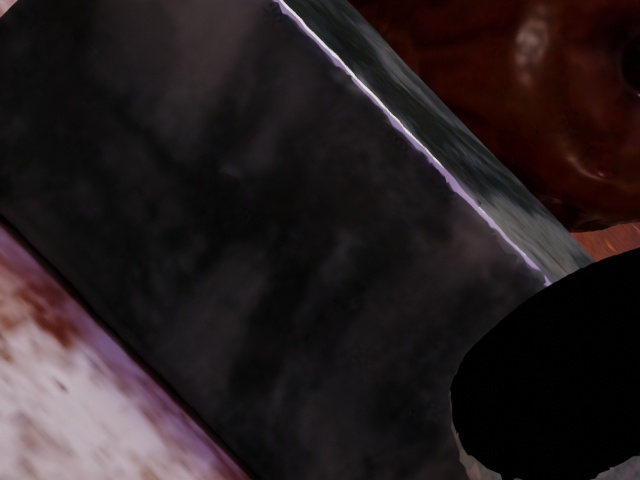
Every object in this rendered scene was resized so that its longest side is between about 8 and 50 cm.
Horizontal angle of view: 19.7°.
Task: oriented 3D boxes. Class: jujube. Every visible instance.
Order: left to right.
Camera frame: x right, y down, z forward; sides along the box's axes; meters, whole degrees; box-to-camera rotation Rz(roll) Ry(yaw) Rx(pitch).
[{"bbox_3d":[0.101,-0.104,0.849,0.197,0.197,0.290,42,4,-19],"label":"jujube"}]

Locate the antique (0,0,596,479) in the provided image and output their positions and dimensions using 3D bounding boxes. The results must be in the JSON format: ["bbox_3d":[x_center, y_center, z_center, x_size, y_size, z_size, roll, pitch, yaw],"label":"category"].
[{"bbox_3d":[0.000,0.000,0.466,0.183,0.086,0.088,46,14,-3],"label":"antique"}]

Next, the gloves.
[{"bbox_3d":[0.101,0.106,0.413,0.111,0.127,0.212,8,-48,37],"label":"gloves"}]
